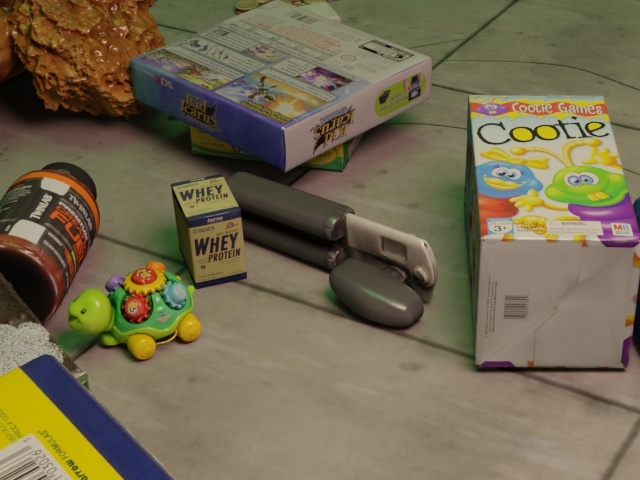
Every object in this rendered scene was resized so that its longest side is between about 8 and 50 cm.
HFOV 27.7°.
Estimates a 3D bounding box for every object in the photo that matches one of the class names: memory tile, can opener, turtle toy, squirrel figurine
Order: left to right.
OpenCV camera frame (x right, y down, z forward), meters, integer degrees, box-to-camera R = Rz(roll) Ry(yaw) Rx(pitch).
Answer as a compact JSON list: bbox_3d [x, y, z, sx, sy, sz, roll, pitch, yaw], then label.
[{"bbox_3d":[-0.391,-0.264,1.609,0.396,0.281,0.370,-1,39,9],"label":"squirrel figurine"},{"bbox_3d":[-0.180,0.064,1.248,0.130,0.066,0.095,-20,36,-25],"label":"turtle toy"},{"bbox_3d":[-0.048,-0.363,1.962,0.113,0.012,0.148,20,40,33],"label":"memory tile"},{"bbox_3d":[0.000,0.000,1.325,0.280,0.074,0.093,24,42,36],"label":"can opener"}]

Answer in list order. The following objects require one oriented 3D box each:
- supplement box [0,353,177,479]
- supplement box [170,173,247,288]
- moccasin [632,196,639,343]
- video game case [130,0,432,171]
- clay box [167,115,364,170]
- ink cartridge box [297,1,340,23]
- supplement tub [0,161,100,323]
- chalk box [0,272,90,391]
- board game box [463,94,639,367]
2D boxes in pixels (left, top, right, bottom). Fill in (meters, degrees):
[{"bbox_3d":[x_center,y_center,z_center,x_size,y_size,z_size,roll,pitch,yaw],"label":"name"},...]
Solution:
[{"bbox_3d":[-0.258,0.262,0.797,0.356,0.194,0.195,-27,37,-26],"label":"supplement box"},{"bbox_3d":[-0.115,-0.011,1.343,0.056,0.083,0.083,-12,33,-13],"label":"supplement box"},{"bbox_3d":[0.359,0.094,1.120,0.116,0.138,0.342,-4,46,-9],"label":"moccasin"},{"bbox_3d":[-0.047,-0.192,1.544,0.244,0.061,0.269,-28,41,-36],"label":"video game case"},{"bbox_3d":[-0.061,-0.146,1.581,0.222,0.053,0.127,7,34,16],"label":"clay box"},{"bbox_3d":[-0.034,-0.310,1.862,0.115,0.029,0.063,-13,34,-13],"label":"ink cartridge box"},{"bbox_3d":[-0.289,-0.005,1.330,0.106,0.106,0.198,1,33,8],"label":"supplement tub"},{"bbox_3d":[-0.328,0.180,0.977,0.288,0.179,0.180,-23,38,-26],"label":"chalk box"},{"bbox_3d":[0.216,-0.018,1.255,0.142,0.144,0.275,0,34,3],"label":"board game box"}]
